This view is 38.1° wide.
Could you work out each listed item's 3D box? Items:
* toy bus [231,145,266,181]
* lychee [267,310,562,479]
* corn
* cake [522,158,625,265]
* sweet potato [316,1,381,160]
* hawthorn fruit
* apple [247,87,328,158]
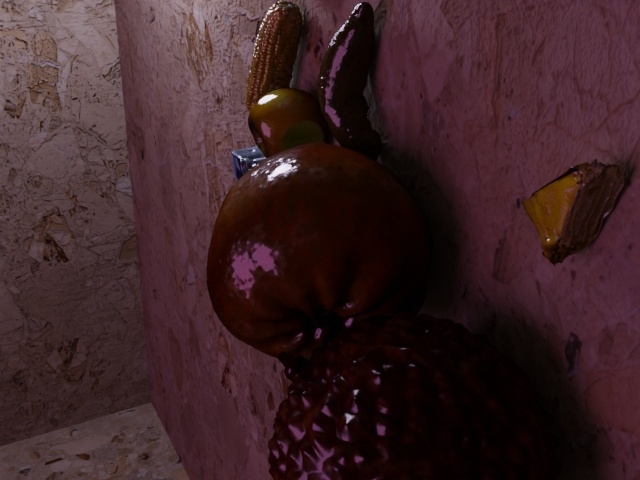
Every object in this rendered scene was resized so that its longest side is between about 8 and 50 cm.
[{"bbox_3d":[-0.105,-0.112,2.093,0.297,0.106,0.131,-132,34,-51],"label":"toy bus"},{"bbox_3d":[0.114,0.307,1.390,0.500,0.424,0.425,28,133,25],"label":"lychee"},{"bbox_3d":[-0.095,-0.373,1.943,0.101,0.101,0.292,61,149,31],"label":"corn"},{"bbox_3d":[0.324,-0.061,1.200,0.185,0.079,0.116,87,169,-47],"label":"cake"},{"bbox_3d":[0.050,-0.275,1.656,0.124,0.098,0.310,18,119,38],"label":"sweet potato"},{"bbox_3d":[0.000,0.000,1.609,0.403,0.402,0.403,44,141,52],"label":"hawthorn fruit"},{"bbox_3d":[-0.069,-0.227,1.887,0.146,0.147,0.163,-133,35,-51],"label":"apple"}]
